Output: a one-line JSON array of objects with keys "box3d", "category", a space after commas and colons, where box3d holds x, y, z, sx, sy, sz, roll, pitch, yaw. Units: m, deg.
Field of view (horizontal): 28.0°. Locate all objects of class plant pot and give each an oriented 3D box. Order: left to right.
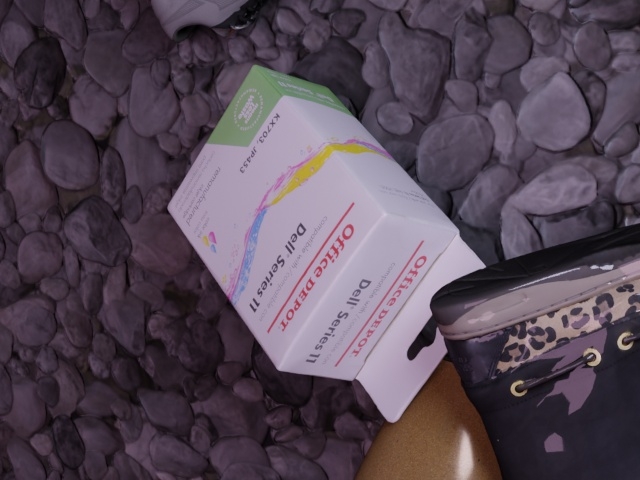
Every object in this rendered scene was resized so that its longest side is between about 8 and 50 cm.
[{"box3d": [0.135, 0.253, 1.318, 0.237, 0.237, 0.254, 13, 90, 29], "category": "plant pot"}]

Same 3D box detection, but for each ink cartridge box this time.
[{"box3d": [0.000, 0.000, 1.329, 0.207, 0.119, 0.353, -57, 47, 20], "category": "ink cartridge box"}]

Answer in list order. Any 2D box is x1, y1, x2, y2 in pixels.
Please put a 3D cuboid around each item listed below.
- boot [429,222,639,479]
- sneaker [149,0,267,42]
[{"box3d": [0.313, 0.133, 1.175, 0.377, 0.138, 0.284, -14, 100, 2], "category": "boot"}, {"box3d": [-0.081, -0.292, 1.437, 0.271, 0.100, 0.108, -8, 107, 35], "category": "sneaker"}]
